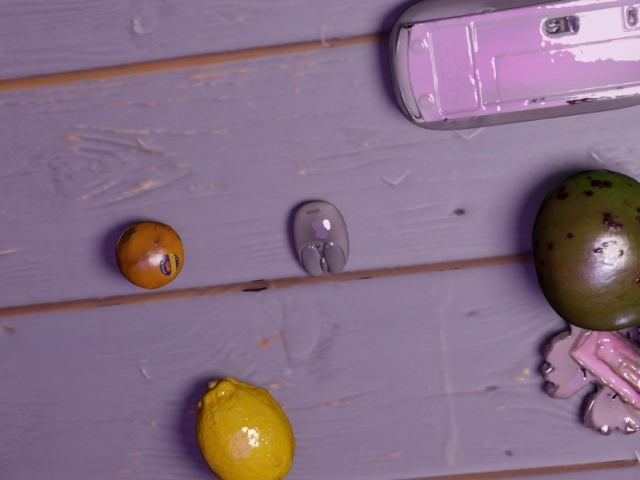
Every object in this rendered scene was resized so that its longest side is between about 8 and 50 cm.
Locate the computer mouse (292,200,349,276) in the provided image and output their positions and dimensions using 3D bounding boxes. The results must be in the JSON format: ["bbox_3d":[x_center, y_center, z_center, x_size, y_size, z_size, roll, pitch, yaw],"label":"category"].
[{"bbox_3d":[0.000,0.000,1.737,0.066,0.039,0.096,-6,109,8],"label":"computer mouse"}]

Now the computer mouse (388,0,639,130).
[{"bbox_3d":[0.231,-0.207,1.628,0.310,0.072,0.158,-7,107,7],"label":"computer mouse"}]

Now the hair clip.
[{"bbox_3d":[0.407,0.192,1.748,0.300,0.069,0.173,41,103,3],"label":"hair clip"}]

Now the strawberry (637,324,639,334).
[{"bbox_3d":[0.460,0.096,1.606,0.174,0.098,0.228,34,145,-5],"label":"strawberry"}]

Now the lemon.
[{"bbox_3d":[-0.093,0.237,1.790,0.114,0.114,0.155,-23,101,12],"label":"lemon"}]

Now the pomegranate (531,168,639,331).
[{"bbox_3d":[0.337,0.018,1.640,0.210,0.179,0.179,16,110,6],"label":"pomegranate"}]

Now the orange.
[{"bbox_3d":[-0.202,0.017,1.742,0.083,0.083,0.084,2,109,5],"label":"orange"}]
